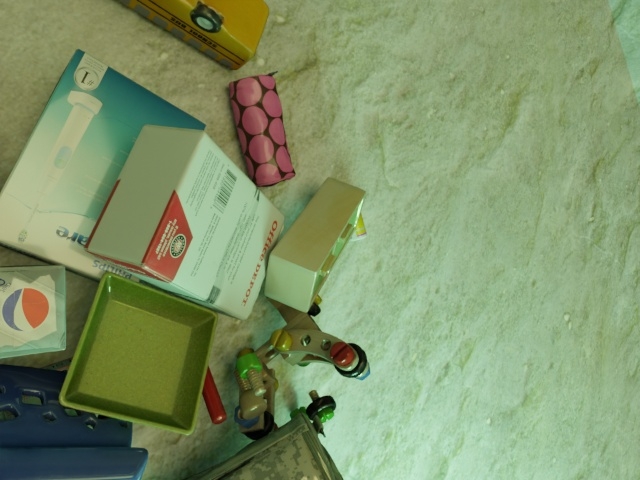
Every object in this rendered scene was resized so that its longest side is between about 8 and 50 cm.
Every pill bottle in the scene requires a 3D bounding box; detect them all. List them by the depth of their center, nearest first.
[{"bbox_3d":[0.070,-0.043,1.116,0.043,0.043,0.083,-20,98,-33],"label":"pill bottle"}]

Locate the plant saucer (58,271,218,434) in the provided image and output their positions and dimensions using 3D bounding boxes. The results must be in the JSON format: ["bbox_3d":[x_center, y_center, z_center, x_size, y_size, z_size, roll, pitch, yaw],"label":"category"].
[{"bbox_3d":[-0.255,0.165,0.742,0.188,0.045,0.189,28,52,-30],"label":"plant saucer"}]

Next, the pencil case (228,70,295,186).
[{"bbox_3d":[-0.105,-0.208,0.988,0.098,0.095,0.210,-17,99,-54],"label":"pencil case"}]

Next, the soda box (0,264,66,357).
[{"bbox_3d":[-0.390,0.083,0.659,0.091,0.286,0.098,-1,86,-33],"label":"soda box"}]

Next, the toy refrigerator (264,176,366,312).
[{"bbox_3d":[0.000,0.000,0.959,0.094,0.102,0.269,22,40,10],"label":"toy refrigerator"}]

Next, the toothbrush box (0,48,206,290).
[{"bbox_3d":[-0.343,-0.096,0.798,0.216,0.126,0.296,27,72,-31],"label":"toothbrush box"}]

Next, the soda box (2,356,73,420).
[{"bbox_3d":[-0.384,0.216,0.791,0.183,0.058,0.063,-17,96,-32],"label":"soda box"}]

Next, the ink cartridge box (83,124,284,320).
[{"bbox_3d":[-0.182,-0.014,0.783,0.273,0.114,0.197,48,58,-59],"label":"ink cartridge box"}]

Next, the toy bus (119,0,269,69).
[{"bbox_3d":[-0.250,-0.433,0.879,0.332,0.130,0.108,25,75,-30],"label":"toy bus"}]

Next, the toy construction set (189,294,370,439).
[{"bbox_3d":[-0.094,0.194,0.916,0.308,0.257,0.237,15,34,-48],"label":"toy construction set"}]

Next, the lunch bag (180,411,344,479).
[{"bbox_3d":[-0.096,0.443,0.829,0.305,0.212,0.256,-26,109,-10],"label":"lunch bag"}]

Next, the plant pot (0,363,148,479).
[{"bbox_3d":[-0.367,0.313,0.653,0.236,0.212,0.236,20,93,-41],"label":"plant pot"}]
